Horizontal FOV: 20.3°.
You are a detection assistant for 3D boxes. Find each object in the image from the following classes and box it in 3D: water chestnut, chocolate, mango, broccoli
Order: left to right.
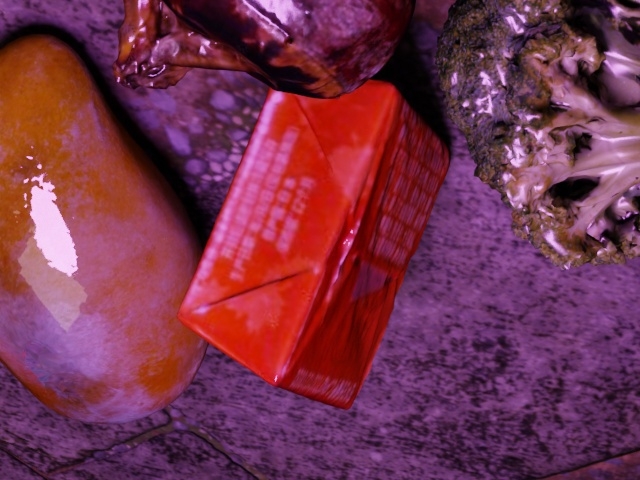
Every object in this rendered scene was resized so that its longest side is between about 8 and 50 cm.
[{"bbox_3d":[-0.213,0.004,1.532,0.221,0.199,0.384,6,128,22],"label":"mango"},{"bbox_3d":[-0.046,-0.186,1.226,0.223,0.238,0.223,37,179,1],"label":"water chestnut"},{"bbox_3d":[0.000,0.000,1.372,0.108,0.235,0.237,20,177,15],"label":"chocolate"},{"bbox_3d":[0.219,-0.123,1.130,0.283,0.321,0.304,14,176,31],"label":"broccoli"}]
